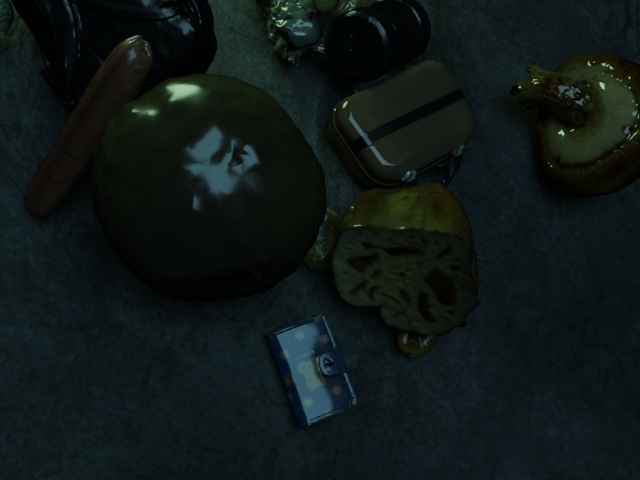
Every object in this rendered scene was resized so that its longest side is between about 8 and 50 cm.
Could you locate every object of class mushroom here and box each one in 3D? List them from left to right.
[{"bbox_3d":[0.596,-0.261,1.860,0.259,0.345,0.345,11,73,-39],"label":"mushroom"}]

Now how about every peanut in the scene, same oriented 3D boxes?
[{"bbox_3d":[0.092,-0.541,1.893,0.174,0.080,0.080,-41,91,-25],"label":"peanut"}]

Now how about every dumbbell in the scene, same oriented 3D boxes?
[{"bbox_3d":[0.126,-0.435,1.794,0.152,0.152,0.218,52,41,1],"label":"dumbbell"}]

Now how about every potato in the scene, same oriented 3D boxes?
[{"bbox_3d":[0.000,0.000,1.742,0.091,0.070,0.138,11,73,-12],"label":"potato"}]

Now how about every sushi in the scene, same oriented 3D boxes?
[{"bbox_3d":[-0.081,-0.528,1.810,0.124,0.130,0.332,-20,87,-13],"label":"sushi"}]

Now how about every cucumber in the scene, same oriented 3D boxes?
[{"bbox_3d":[0.028,-0.556,1.815,0.067,0.067,0.293,31,28,-7],"label":"cucumber"}]

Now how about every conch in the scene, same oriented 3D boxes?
[{"bbox_3d":[-0.670,-0.440,1.640,0.135,0.102,0.153,-44,58,-3],"label":"conch"}]

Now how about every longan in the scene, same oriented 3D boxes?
[{"bbox_3d":[-0.188,-0.078,1.496,0.404,0.404,0.436,-49,137,-20],"label":"longan"}]

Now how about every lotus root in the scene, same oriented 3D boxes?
[{"bbox_3d":[0.171,0.030,1.692,0.316,0.316,0.250,25,35,-9],"label":"lotus root"}]

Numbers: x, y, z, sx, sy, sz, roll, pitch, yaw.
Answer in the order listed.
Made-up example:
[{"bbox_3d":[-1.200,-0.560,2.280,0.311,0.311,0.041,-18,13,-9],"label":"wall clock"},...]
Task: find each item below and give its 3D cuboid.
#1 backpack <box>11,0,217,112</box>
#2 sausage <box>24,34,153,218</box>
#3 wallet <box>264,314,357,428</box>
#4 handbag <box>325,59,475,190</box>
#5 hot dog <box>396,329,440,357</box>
[{"bbox_3d":[-0.426,-0.445,1.602,0.363,0.255,0.446,-41,85,18],"label":"backpack"},{"bbox_3d":[-0.433,-0.191,1.531,0.088,0.088,0.433,37,113,-5],"label":"sausage"},{"bbox_3d":[-0.016,0.257,1.684,0.141,0.059,0.202,-18,82,-21],"label":"wallet"},{"bbox_3d":[0.192,-0.220,1.810,0.302,0.149,0.283,-27,88,-21],"label":"handbag"},{"bbox_3d":[0.212,0.182,1.770,0.090,0.060,0.140,31,78,-11],"label":"hot dog"}]
